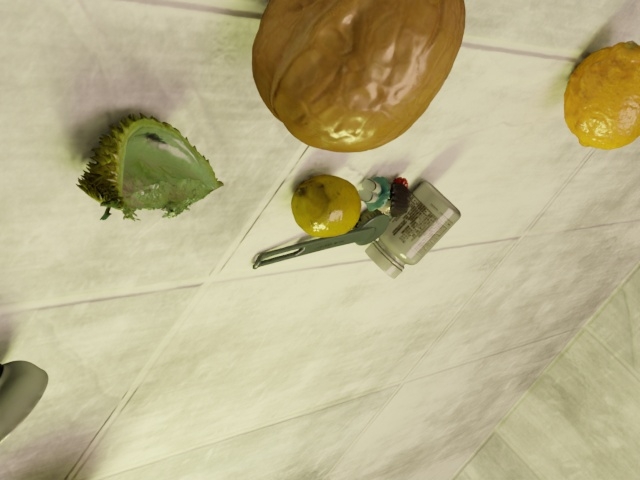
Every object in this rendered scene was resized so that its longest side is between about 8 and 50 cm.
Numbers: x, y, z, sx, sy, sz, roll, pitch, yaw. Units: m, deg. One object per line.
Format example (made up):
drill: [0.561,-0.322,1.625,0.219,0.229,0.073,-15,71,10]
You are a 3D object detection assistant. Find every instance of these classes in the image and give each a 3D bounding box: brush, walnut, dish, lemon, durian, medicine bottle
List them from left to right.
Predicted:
dish: [-0.367,0.163,1.431,0.141,0.078,0.141,-33,-159,15]
durian: [-0.174,-0.066,1.304,0.086,0.100,0.215,-58,162,24]
brush: [0.000,0.000,1.862,0.266,0.027,0.062,-15,145,-45]
lemon: [0.010,-0.043,1.713,0.110,0.082,0.082,3,129,-54]
walnut: [0.036,-0.196,1.320,0.226,0.193,0.193,-59,156,14]
medicine bottle: [0.135,-0.014,1.994,0.140,0.079,0.079,-47,159,7]
lemon: [0.449,-0.226,2.088,0.142,0.142,0.187,-21,139,-46]

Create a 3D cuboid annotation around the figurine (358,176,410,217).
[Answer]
figurine: [0.089,-0.066,1.870,0.106,0.047,0.060,13,79,-59]
